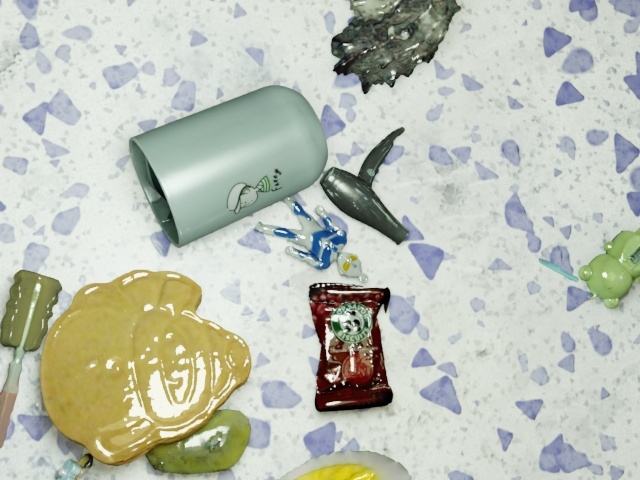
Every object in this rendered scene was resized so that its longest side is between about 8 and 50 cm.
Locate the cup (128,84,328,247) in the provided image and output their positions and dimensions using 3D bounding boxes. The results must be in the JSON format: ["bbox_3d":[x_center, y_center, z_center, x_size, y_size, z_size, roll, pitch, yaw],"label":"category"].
[{"bbox_3d":[-0.155,-0.140,1.760,0.312,0.205,0.205,-25,88,-16],"label":"cup"}]

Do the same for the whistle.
[{"bbox_3d":[0.597,0.034,1.972,0.227,0.085,0.105,-44,93,-14],"label":"whistle"}]

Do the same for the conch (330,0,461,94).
[{"bbox_3d":[0.130,-0.429,1.894,0.240,0.186,0.313,29,94,20],"label":"conch"}]

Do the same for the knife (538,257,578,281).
[{"bbox_3d":[0.466,0.056,1.979,0.091,0.005,0.014,26,78,-8],"label":"knife"}]

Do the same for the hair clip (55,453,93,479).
[{"bbox_3d":[-0.456,0.444,1.682,0.056,0.062,0.214,35,79,-38],"label":"hair clip"}]

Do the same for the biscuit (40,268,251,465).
[{"bbox_3d":[-0.303,0.202,1.717,0.351,0.057,0.312,-19,73,-15],"label":"biscuit"}]

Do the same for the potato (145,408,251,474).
[{"bbox_3d":[-0.211,0.350,1.738,0.188,0.085,0.105,-6,78,-9],"label":"potato"}]

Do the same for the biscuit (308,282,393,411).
[{"bbox_3d":[0.057,0.191,1.833,0.151,0.063,0.235,1,79,-14],"label":"biscuit"}]

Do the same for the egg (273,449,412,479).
[{"bbox_3d":[0.043,0.580,1.645,0.354,0.354,0.340,-27,114,-15],"label":"egg"}]

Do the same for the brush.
[{"bbox_3d":[-0.513,0.201,1.702,0.084,0.071,0.301,16,84,-14],"label":"brush"}]

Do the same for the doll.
[{"bbox_3d":[0.000,0.000,1.854,0.227,0.057,0.114,35,72,-4],"label":"doll"}]

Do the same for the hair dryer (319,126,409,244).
[{"bbox_3d":[0.119,-0.123,1.903,0.195,0.075,0.219,37,68,-16],"label":"hair dryer"}]
